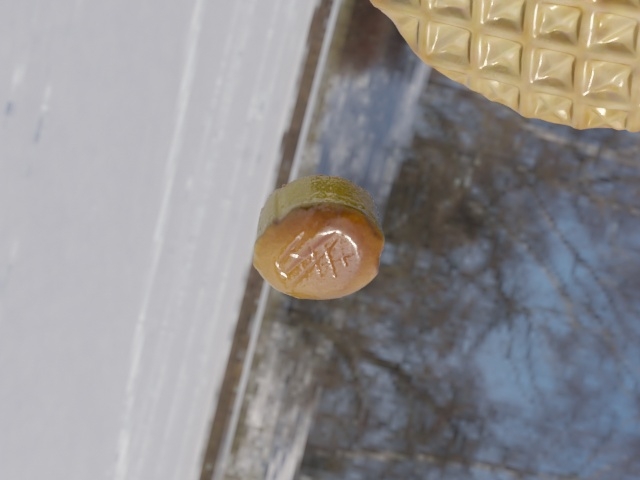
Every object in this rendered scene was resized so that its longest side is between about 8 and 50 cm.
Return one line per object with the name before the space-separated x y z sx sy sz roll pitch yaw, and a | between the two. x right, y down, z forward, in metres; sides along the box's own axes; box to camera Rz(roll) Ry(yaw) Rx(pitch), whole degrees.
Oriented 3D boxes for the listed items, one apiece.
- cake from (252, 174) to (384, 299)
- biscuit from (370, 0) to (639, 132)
cake | 0.000 0.000 0.963 0.044 0.084 0.084 -91 -166 -47
biscuit | 0.174 -0.150 0.907 0.309 0.204 0.040 -13 -145 36
